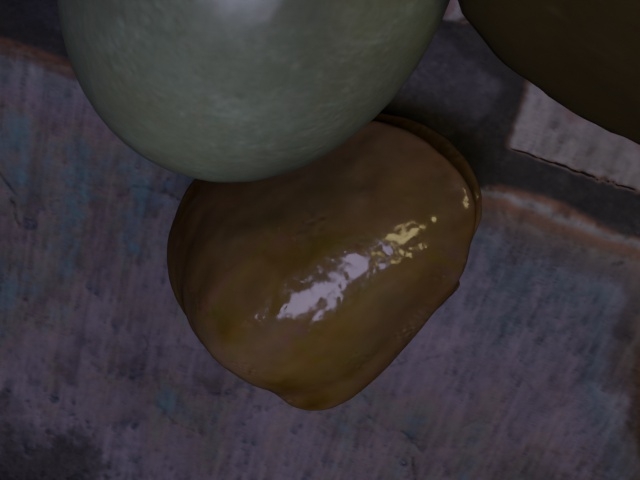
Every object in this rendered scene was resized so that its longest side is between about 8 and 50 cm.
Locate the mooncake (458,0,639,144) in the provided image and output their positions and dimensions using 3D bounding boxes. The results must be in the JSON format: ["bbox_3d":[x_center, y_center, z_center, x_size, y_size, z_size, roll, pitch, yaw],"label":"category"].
[{"bbox_3d":[0.298,-0.193,0.850,0.467,0.262,0.467,22,161,8],"label":"mooncake"}]

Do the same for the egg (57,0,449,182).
[{"bbox_3d":[-0.038,-0.191,1.046,0.258,0.258,0.352,22,125,-2],"label":"egg"}]

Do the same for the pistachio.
[{"bbox_3d":[0.000,0.000,1.270,0.212,0.163,0.260,44,111,-2],"label":"pistachio"}]
